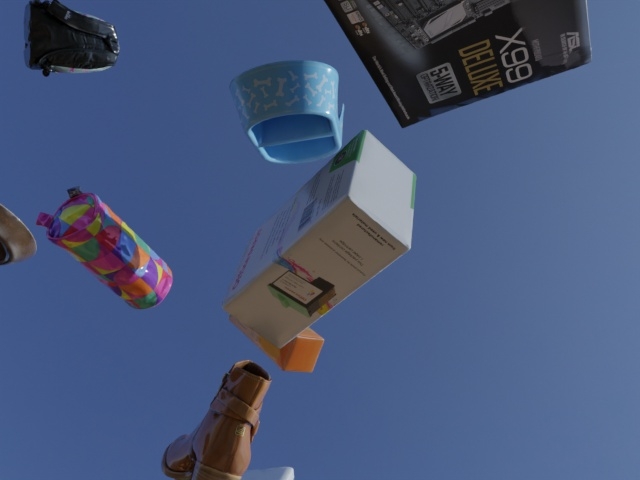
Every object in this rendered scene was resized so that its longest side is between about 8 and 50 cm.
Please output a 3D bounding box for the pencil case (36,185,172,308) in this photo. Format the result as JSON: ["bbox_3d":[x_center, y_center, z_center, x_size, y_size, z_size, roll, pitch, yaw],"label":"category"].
[{"bbox_3d":[-0.335,0.020,1.005,0.104,0.104,0.236,-12,-39,17],"label":"pencil case"}]

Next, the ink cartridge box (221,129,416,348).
[{"bbox_3d":[0.000,0.000,0.922,0.117,0.201,0.278,39,-57,-16],"label":"ink cartridge box"}]

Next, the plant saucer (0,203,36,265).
[{"bbox_3d":[-0.812,-0.031,1.436,0.311,0.050,0.310,13,-35,9],"label":"plant saucer"}]

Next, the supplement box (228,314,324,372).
[{"bbox_3d":[-0.095,0.176,1.256,0.233,0.080,0.078,30,-77,48],"label":"supplement box"}]

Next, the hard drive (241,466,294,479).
[{"bbox_3d":[-0.185,0.572,1.383,0.210,0.319,0.040,-7,-95,6],"label":"hard drive"}]

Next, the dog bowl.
[{"bbox_3d":[-0.043,-0.193,1.006,0.166,0.297,0.074,-8,-98,5],"label":"dog bowl"}]

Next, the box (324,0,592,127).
[{"bbox_3d":[0.148,-0.264,0.669,0.242,0.307,0.076,-16,-117,19],"label":"box"}]

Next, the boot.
[{"bbox_3d":[-0.166,0.292,1.003,0.109,0.283,0.220,22,-98,-12],"label":"boot"}]

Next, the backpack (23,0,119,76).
[{"bbox_3d":[-0.520,-0.420,1.313,0.115,0.182,0.152,28,-65,49],"label":"backpack"}]
